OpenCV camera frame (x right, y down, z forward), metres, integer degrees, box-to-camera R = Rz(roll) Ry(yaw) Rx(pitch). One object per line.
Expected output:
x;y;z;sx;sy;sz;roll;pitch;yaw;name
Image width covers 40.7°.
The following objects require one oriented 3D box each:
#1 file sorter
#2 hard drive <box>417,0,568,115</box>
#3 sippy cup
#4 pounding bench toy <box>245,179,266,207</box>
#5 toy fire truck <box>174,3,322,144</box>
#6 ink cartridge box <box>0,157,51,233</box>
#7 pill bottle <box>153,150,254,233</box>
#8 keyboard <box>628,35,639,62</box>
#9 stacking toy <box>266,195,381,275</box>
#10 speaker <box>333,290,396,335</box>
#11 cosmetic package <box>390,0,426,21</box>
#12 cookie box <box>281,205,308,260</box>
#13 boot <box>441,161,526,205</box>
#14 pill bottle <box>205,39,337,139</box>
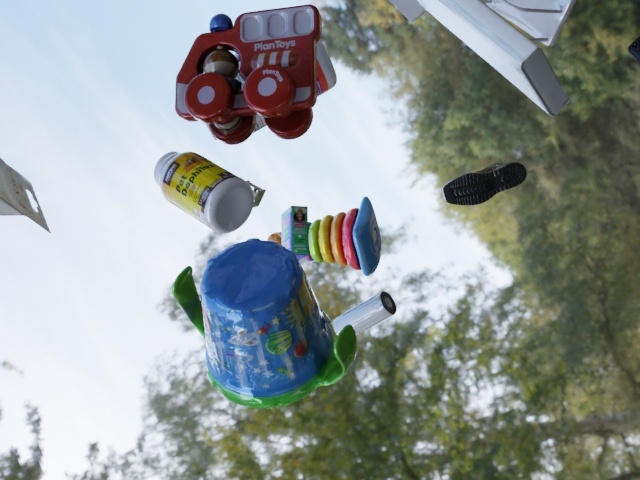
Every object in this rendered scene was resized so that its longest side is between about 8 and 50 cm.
0.417;-0.564;1.756;0.173;0.278;0.193;-13;-133;-40;file sorter
0.261;-0.367;1.470;0.353;0.047;0.233;48;-169;28;hard drive
-0.100;0.126;1.455;0.224;0.305;0.240;80;-179;-46;sippy cup
-0.199;-0.126;2.330;0.065;0.052;0.083;29;-165;12;pounding bench toy
-0.144;-0.343;1.746;0.169;0.302;0.254;41;-132;-70;toy fire truck
-0.624;-0.107;1.640;0.181;0.056;0.225;55;-177;40;ink cartridge box
-0.240;-0.105;1.728;0.215;0.117;0.117;30;180;38;pill bottle
0.760;-0.386;1.856;0.192;0.100;0.038;53;-172;21;keyboard
0.000;0.000;2.266;0.175;0.301;0.166;-73;-27;-49;stacking toy
0.092;0.162;1.829;0.055;0.136;0.055;36;-145;-32;speaker
0.157;-0.581;1.770;0.238;0.127;0.107;39;-126;-17;cosmetic package
-0.056;-0.013;1.863;0.040;0.092;0.107;2;-102;-16;cookie box
0.372;-0.136;2.041;0.137;0.198;0.077;-126;23;-79;boot
-0.136;-0.365;2.011;0.181;0.323;0.181;60;178;3;pill bottle
